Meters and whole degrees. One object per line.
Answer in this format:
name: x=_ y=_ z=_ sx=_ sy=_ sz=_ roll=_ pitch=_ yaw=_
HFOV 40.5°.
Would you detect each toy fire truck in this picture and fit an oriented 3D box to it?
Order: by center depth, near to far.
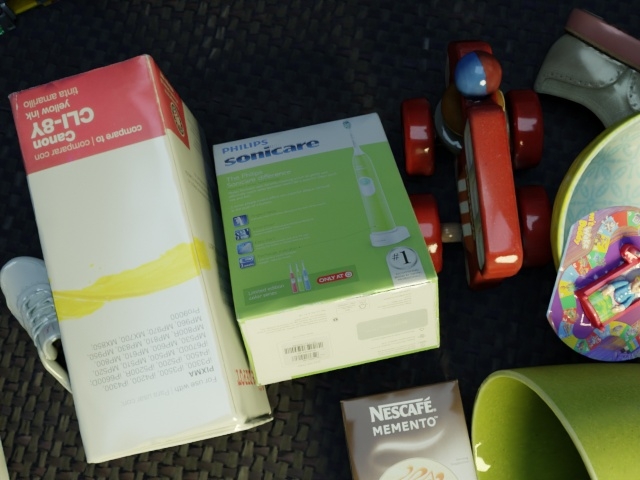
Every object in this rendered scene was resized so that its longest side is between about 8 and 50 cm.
toy fire truck: x=0.183 y=-0.094 z=0.993 sx=0.169 sy=0.254 sz=0.302 roll=-3 pitch=77 yaw=2

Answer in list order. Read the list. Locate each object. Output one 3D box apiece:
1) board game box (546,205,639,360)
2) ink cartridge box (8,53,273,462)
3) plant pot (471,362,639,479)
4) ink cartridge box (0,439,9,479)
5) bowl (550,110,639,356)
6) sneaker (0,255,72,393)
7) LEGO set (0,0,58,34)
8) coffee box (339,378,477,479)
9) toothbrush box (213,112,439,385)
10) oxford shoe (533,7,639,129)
board game box: x=0.316 y=0.049 z=0.907 sx=0.133 sy=0.033 sz=0.169 roll=13 pitch=97 yaw=-7
ink cartridge box: x=-0.185 y=0.035 z=0.965 sx=0.160 sy=0.279 sz=0.385 roll=-16 pitch=80 yaw=0
plant pot: x=0.355 y=0.240 z=0.924 sx=0.293 sy=0.275 sz=0.275 roll=-11 pitch=77 yaw=-15
ink cartridge box: x=-0.518 y=0.245 z=1.004 sx=0.232 sy=0.168 sz=0.171 roll=-19 pitch=78 yaw=0
bowl: x=0.386 y=-0.019 z=0.998 sx=0.289 sy=0.156 sz=0.290 roll=-1 pitch=100 yaw=-6
sneaker: x=-0.314 y=0.103 z=1.050 sx=0.090 sy=0.115 sz=0.232 roll=-42 pitch=78 yaw=-6
LEGO set: x=-0.446 y=-0.411 z=1.133 sx=0.331 sy=0.192 sz=0.255 roll=-17 pitch=77 yaw=-1
coffee box: x=0.108 y=0.294 z=0.991 sx=0.141 sy=0.098 sz=0.247 roll=-11 pitch=77 yaw=1
toothbrush box: x=0.000 y=0.000 z=0.985 sx=0.206 sy=0.122 sz=0.283 roll=-12 pitch=47 yaw=-3
oxford shoe: x=0.430 y=-0.146 z=1.081 sx=0.348 sy=0.123 sz=0.130 roll=35 pitch=108 yaw=9
